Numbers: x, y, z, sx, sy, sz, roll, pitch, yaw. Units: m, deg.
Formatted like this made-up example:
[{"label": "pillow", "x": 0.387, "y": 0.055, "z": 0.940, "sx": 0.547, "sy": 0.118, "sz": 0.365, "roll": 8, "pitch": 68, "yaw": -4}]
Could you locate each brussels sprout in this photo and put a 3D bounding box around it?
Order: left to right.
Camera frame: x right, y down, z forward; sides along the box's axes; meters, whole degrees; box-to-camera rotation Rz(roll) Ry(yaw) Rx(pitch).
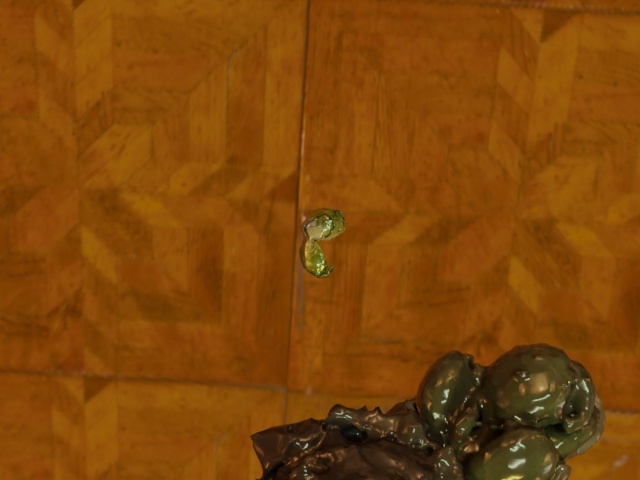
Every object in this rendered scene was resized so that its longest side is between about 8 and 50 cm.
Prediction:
[{"label": "brussels sprout", "x": -0.001, "y": 0.001, "z": 1.440, "sx": 0.051, "sy": 0.046, "sz": 0.083, "roll": 16, "pitch": 81, "yaw": 1}]

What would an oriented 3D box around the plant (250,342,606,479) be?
[{"label": "plant", "x": 0.032, "y": 0.090, "z": 0.442, "sx": 0.174, "sy": 0.087, "sz": 0.085, "roll": -30, "pitch": 156, "yaw": -16}]
